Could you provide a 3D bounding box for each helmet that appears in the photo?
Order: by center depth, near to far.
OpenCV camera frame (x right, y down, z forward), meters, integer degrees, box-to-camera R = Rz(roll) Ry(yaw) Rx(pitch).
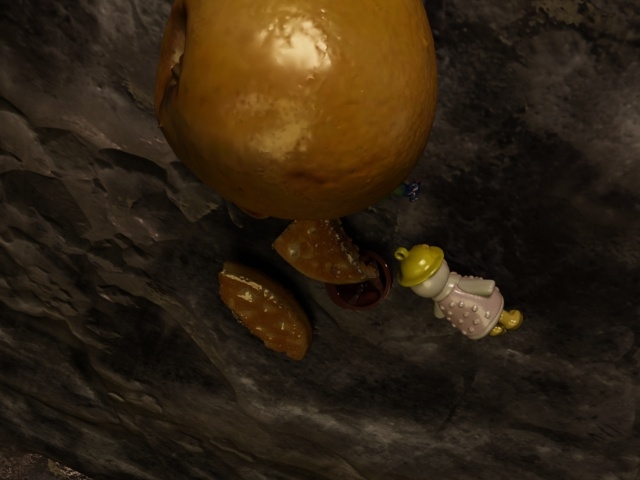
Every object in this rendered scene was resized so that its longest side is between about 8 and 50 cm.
[{"bbox_3d":[0.066,0.055,0.807,0.111,0.057,0.089,-15,89,34],"label":"helmet"}]

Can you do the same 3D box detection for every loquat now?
[{"bbox_3d":[-0.014,-0.151,0.519,0.274,0.275,0.275,10,134,11],"label":"loquat"}]

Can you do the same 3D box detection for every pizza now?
[{"bbox_3d":[0.000,0.000,0.777,0.178,0.041,0.131,5,115,35],"label":"pizza"},{"bbox_3d":[-0.084,0.114,0.914,0.127,0.058,0.246,-26,120,35],"label":"pizza"}]

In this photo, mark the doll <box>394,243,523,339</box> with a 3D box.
[{"bbox_3d":[0.187,0.073,0.764,0.207,0.081,0.129,35,146,-9],"label":"doll"}]

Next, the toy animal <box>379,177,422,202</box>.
[{"bbox_3d":[0.026,-0.074,0.692,0.216,0.075,0.041,3,132,23],"label":"toy animal"}]

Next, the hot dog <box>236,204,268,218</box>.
[{"bbox_3d":[-0.099,-0.094,0.732,0.089,0.060,0.140,-28,124,32],"label":"hot dog"}]
